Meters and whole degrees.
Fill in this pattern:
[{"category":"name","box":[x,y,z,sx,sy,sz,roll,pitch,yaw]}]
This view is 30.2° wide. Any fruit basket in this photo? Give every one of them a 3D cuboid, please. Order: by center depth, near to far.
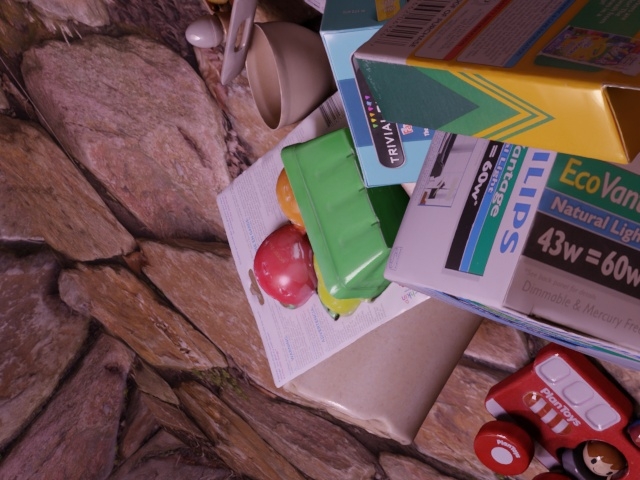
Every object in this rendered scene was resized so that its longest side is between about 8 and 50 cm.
[{"category":"fruit basket","box":[0.000,0.000,1.709,0.353,0.165,0.327,-40,63,46]}]

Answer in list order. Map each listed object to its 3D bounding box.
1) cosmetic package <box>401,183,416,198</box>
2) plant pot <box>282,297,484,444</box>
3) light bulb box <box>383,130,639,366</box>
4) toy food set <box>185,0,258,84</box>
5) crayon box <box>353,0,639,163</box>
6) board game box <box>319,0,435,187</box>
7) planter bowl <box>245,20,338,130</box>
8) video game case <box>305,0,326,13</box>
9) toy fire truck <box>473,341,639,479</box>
[{"category":"cosmetic package","box":[0.187,-0.107,1.613,0.129,0.153,0.296,-29,108,25]},{"category":"plant pot","box":[0.099,0.137,1.852,0.333,0.305,0.334,23,169,5]},{"category":"light bulb box","box":[0.306,0.007,1.235,0.357,0.225,0.361,20,178,-13]},{"category":"toy food set","box":[-0.189,-0.407,1.737,0.306,0.092,0.220,59,158,19]},{"category":"crayon box","box":[0.212,-0.171,1.003,0.323,0.203,0.083,17,144,47]},{"category":"board game box","box":[0.193,-0.188,1.388,0.336,0.079,0.254,-4,138,14]},{"category":"planter bowl","box":[-0.037,-0.255,1.777,0.162,0.109,0.162,165,90,-72]},{"category":"video game case","box":[0.016,-0.362,1.685,0.087,0.011,0.122,36,154,17]},{"category":"toy fire truck","box":[0.423,0.322,1.978,0.302,0.169,0.254,44,136,-3]}]
